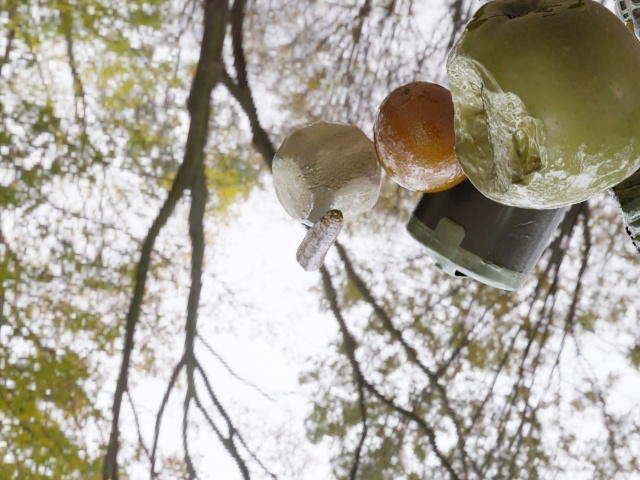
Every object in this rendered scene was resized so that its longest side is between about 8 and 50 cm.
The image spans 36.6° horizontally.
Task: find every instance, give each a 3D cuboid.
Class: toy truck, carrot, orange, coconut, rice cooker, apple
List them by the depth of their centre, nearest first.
[{"bbox_3d":[0.288,-0.175,1.215,0.279,0.279,0.279,12,-152,-6],"label":"apple"},{"bbox_3d":[0.189,-0.188,1.753,0.206,0.206,0.206,12,-152,-6],"label":"orange"},{"bbox_3d":[0.329,-0.052,1.929,0.288,0.277,0.288,25,-167,-6],"label":"rice cooker"},{"bbox_3d":[0.000,0.000,1.968,0.066,0.314,0.066,3,-107,-11],"label":"carrot"},{"bbox_3d":[0.025,-0.150,2.083,0.230,0.227,0.227,-23,-136,-28],"label":"coconut"},{"bbox_3d":[0.765,-0.486,2.275,0.098,0.227,0.114,-11,173,-29],"label":"toy truck"}]

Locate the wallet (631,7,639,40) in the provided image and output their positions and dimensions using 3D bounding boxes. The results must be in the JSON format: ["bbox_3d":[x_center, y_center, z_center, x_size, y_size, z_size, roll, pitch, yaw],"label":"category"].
[{"bbox_3d":[0.667,-0.262,1.631,0.237,0.075,0.342,18,-146,-25],"label":"wallet"}]

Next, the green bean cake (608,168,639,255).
[{"bbox_3d":[0.518,-0.060,1.539,0.094,0.181,0.173,-25,-147,14],"label":"green bean cake"}]
